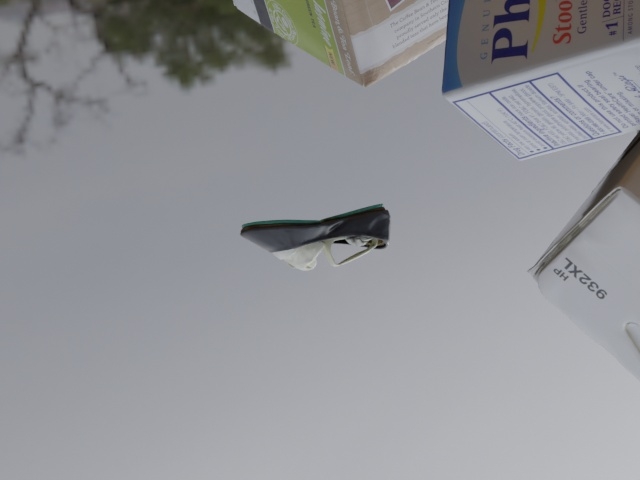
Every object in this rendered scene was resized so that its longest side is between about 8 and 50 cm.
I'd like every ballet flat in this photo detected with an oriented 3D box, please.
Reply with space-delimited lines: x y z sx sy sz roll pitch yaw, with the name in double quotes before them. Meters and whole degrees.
"ballet flat" 0.000 0.000 2.064 0.203 0.074 0.074 -8 -171 -28

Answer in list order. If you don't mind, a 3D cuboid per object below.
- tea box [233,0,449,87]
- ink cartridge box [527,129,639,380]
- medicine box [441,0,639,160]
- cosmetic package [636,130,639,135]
"tea box" 0.073 -0.414 2.218 0.329 0.220 0.323 -32 -140 -18
"ink cartridge box" 0.333 -0.014 1.280 0.307 0.223 0.129 -46 176 -43
"medicine box" 0.283 -0.251 1.660 0.289 0.263 0.149 -13 148 35
"cosmetic package" 0.580 0.031 1.761 0.394 0.329 0.327 24 148 -35
